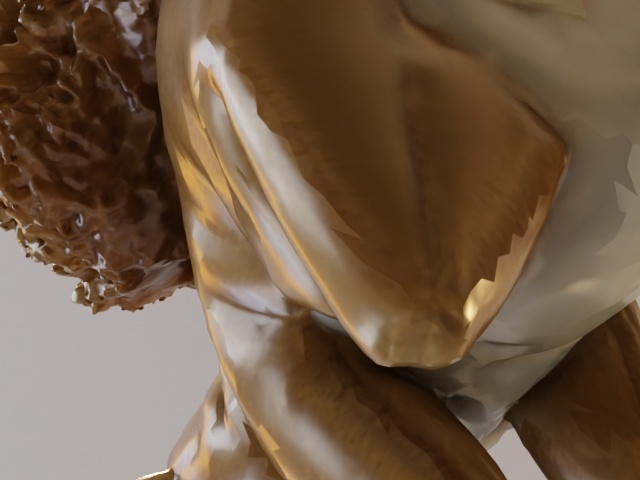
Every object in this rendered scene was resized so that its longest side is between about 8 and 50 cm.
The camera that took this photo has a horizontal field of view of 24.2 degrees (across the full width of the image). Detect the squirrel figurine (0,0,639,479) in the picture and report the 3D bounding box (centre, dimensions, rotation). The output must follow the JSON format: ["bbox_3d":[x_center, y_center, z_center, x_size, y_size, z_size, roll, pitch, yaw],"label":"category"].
[{"bbox_3d":[0.000,0.000,0.664,0.281,0.370,0.397,-23,-121,-34],"label":"squirrel figurine"}]
